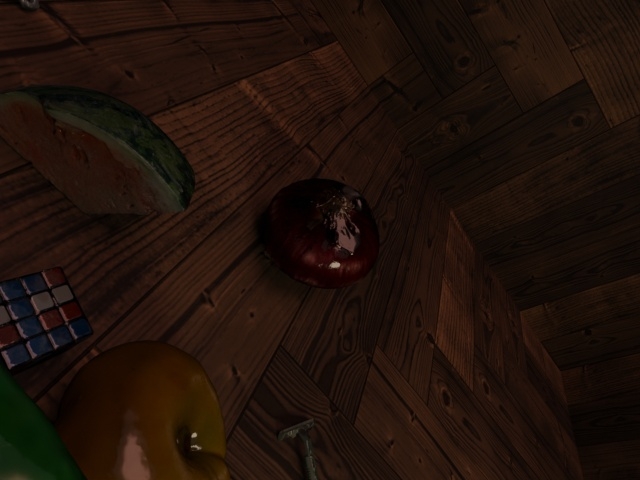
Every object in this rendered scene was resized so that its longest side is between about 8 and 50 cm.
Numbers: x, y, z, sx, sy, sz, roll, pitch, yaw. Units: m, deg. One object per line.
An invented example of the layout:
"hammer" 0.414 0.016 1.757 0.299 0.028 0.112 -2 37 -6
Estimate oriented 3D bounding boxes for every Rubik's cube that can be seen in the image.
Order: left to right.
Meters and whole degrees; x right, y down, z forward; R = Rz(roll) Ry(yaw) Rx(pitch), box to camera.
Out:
"Rubik's cube" -0.337 0.096 0.465 0.092 0.092 0.092 -26 89 -58

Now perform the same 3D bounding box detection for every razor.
"razor" -0.011 0.427 0.712 0.084 0.036 0.211 6 60 -50

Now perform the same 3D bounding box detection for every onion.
"onion" 0.000 0.000 0.935 0.273 0.285 0.272 5 54 -7

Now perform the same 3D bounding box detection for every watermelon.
"watermelon" -0.331 -0.140 0.609 0.176 0.256 0.260 -44 118 -12

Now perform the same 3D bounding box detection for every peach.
"peach" -0.197 0.244 0.474 0.251 0.153 0.250 -12 90 -84

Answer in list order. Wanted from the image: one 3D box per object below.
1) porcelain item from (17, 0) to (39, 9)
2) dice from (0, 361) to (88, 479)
"porcelain item" -0.509 -0.409 0.678 0.083 0.028 0.036 11 74 -52
"dice" -0.318 0.223 0.207 0.287 0.297 0.300 59 33 0
